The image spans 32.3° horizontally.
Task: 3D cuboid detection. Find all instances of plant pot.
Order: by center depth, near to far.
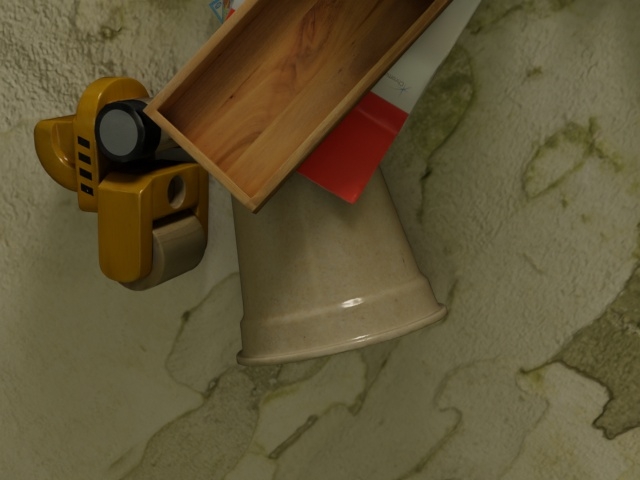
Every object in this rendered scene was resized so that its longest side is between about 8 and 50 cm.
[{"bbox_3d":[0.000,0.000,1.693,0.334,0.334,0.305,-12,93,18],"label":"plant pot"}]

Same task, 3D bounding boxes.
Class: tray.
[{"bbox_3d":[-0.025,-0.255,1.518,0.203,0.076,0.411,43,89,3],"label":"tray"}]

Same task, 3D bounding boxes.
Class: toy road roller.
[{"bbox_3d":[-0.324,-0.099,1.788,0.240,0.202,0.329,6,105,25],"label":"toy road roller"}]

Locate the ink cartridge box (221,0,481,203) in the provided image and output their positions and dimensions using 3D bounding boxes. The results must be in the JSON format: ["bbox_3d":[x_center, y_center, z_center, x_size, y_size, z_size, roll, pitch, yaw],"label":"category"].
[{"bbox_3d":[0.019,-0.292,1.577,0.308,0.091,0.385,31,73,2],"label":"ink cartridge box"}]

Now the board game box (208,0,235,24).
[{"bbox_3d":[-0.084,-0.368,1.723,0.154,0.026,0.103,-31,98,21],"label":"board game box"}]
